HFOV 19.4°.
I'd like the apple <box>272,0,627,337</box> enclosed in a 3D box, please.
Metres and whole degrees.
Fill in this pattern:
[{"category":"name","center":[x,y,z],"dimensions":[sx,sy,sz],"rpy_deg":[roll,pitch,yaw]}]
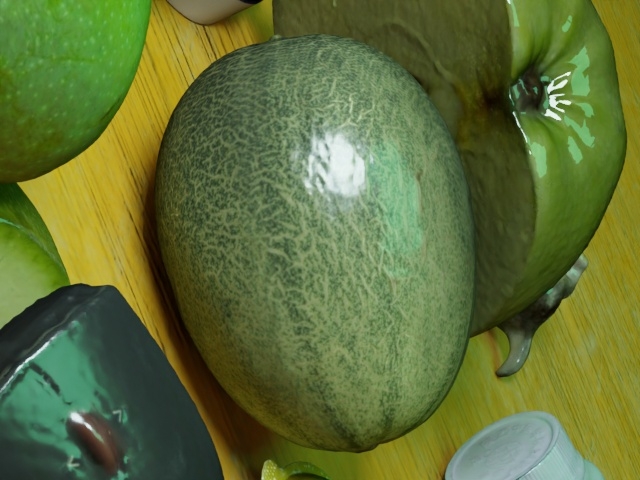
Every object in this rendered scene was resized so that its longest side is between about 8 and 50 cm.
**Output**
[{"category":"apple","center":[0.098,-0.101,1.560],"dimensions":[0.320,0.360,0.312],"rpy_deg":[37,69,-24]}]

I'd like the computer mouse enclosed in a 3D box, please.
[{"category":"computer mouse","center":[-0.130,0.167,1.138],"dimensions":[0.170,0.100,0.269],"rpy_deg":[-52,134,-36]}]

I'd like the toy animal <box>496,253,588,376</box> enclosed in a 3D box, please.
[{"category":"toy animal","center":[0.180,0.006,1.921],"dimensions":[0.233,0.121,0.169],"rpy_deg":[60,42,-37]}]

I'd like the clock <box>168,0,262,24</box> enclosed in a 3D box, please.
[{"category":"clock","center":[-0.102,-0.273,1.649],"dimensions":[0.229,0.063,0.156],"rpy_deg":[27,49,-55]}]

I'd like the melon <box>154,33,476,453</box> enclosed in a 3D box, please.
[{"category":"melon","center":[0.000,0.000,1.436],"dimensions":[0.248,0.248,0.329],"rpy_deg":[-3,76,-62]}]

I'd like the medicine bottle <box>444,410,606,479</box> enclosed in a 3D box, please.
[{"category":"medicine bottle","center":[0.222,0.283,1.755],"dimensions":[0.225,0.139,0.139],"rpy_deg":[58,28,-20]}]

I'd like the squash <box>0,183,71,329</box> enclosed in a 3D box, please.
[{"category":"squash","center":[-0.213,-0.009,1.219],"dimensions":[0.192,0.085,0.184],"rpy_deg":[45,35,-41]}]

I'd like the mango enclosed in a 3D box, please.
[{"category":"mango","center":[-0.198,-0.214,1.114],"dimensions":[0.225,0.201,0.382],"rpy_deg":[-48,146,-62]}]

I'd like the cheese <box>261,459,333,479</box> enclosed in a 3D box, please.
[{"category":"cheese","center":[0.018,0.280,1.456],"dimensions":[0.270,0.069,0.177],"rpy_deg":[55,30,-30]}]
